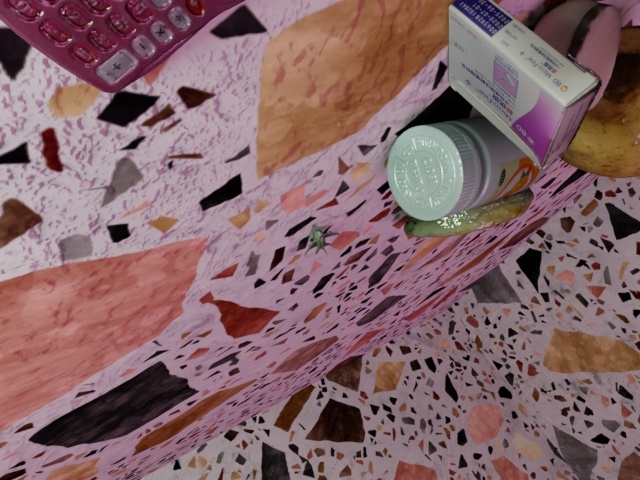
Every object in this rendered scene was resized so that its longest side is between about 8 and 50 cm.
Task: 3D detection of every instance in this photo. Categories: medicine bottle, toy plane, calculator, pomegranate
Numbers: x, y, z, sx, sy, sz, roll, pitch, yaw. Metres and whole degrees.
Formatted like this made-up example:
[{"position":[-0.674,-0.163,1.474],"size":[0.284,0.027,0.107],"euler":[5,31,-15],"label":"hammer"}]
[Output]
[{"position":[0.250,-0.205,0.607],"size":[0.052,0.201,0.171],"euler":[-38,159,2],"label":"medicine bottle"},{"position":[-0.001,-0.002,0.899],"size":[0.080,0.033,0.083],"euler":[-31,151,-8],"label":"toy plane"},{"position":[-0.122,-0.190,0.329],"size":[0.190,0.034,0.126],"euler":[-32,160,8],"label":"calculator"},{"position":[0.559,-0.254,0.871],"size":[0.281,0.281,0.281],"euler":[-29,158,-13],"label":"pomegranate"},{"position":[0.282,-0.143,0.842],"size":[0.318,0.158,0.158],"euler":[-18,153,-36],"label":"medicine bottle"}]

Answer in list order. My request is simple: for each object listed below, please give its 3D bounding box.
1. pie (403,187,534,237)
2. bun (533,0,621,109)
[{"position":[0.321,-0.061,1.039],"size":[0.302,0.067,0.302],"euler":[-17,-177,1],"label":"pie"},{"position":[0.376,-0.281,0.736],"size":[0.172,0.120,0.173],"euler":[-18,118,-36],"label":"bun"}]
